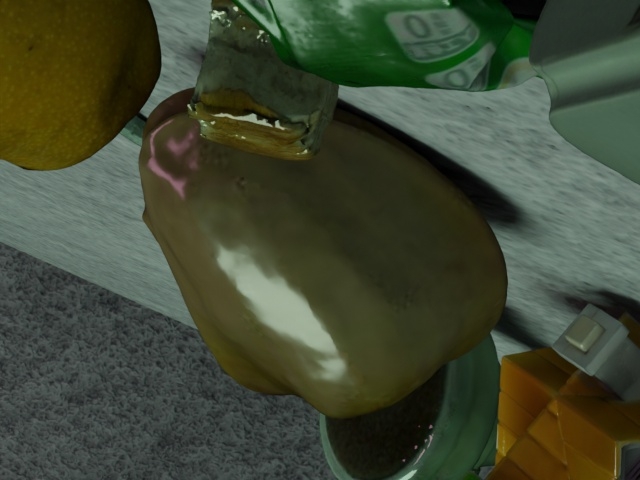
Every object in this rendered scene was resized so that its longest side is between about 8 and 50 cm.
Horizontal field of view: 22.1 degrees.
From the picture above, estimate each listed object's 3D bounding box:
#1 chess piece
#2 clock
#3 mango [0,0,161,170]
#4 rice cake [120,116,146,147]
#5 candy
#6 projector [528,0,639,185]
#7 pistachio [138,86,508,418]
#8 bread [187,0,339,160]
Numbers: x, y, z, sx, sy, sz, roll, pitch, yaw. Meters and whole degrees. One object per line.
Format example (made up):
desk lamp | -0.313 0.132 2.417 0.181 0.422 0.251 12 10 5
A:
chess piece | 0.165 0.168 1.504 0.299 0.194 0.194 19 175 -35
clock | 0.241 0.186 1.256 0.309 0.235 0.166 42 177 -34
mango | -0.220 -0.116 0.769 0.359 0.187 0.144 -4 -148 -43
rice cake | -0.152 -0.093 1.268 0.022 0.021 0.121 11 167 35
candy | 0.021 -0.098 0.666 0.141 0.078 0.203 18 174 32
projector | 0.212 -0.036 0.451 0.250 0.108 0.198 28 170 -15
pistachio | 0.000 0.000 1.053 0.213 0.163 0.260 -20 131 15
bread | -0.026 -0.087 0.855 0.070 0.076 0.083 12 169 3
